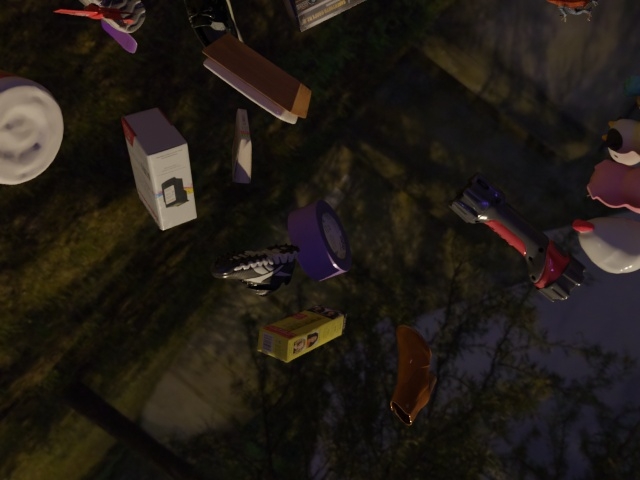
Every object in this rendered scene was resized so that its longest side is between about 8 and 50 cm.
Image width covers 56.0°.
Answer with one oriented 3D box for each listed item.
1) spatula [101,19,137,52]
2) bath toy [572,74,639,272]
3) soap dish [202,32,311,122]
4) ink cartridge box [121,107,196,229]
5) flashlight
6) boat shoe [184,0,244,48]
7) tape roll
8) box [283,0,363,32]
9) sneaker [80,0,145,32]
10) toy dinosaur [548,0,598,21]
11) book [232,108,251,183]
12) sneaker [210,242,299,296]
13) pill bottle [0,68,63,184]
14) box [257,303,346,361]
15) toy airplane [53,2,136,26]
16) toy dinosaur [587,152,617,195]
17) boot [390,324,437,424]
[{"bbox_3d":[-0.490,-0.535,1.296,0.030,0.296,0.084,-34,-173,-22],"label":"spatula"},{"bbox_3d":[0.533,-0.114,1.043,0.151,0.129,0.348,133,-18,-80],"label":"bath toy"},{"bbox_3d":[-0.164,-0.451,1.682,0.118,0.291,0.229,-56,177,11],"label":"soap dish"},{"bbox_3d":[-0.287,-0.127,1.080,0.072,0.127,0.175,-24,142,-24],"label":"ink cartridge box"},{"bbox_3d":[0.402,-0.003,1.250,0.103,0.304,0.103,-52,-179,-12],"label":"flashlight"},{"bbox_3d":[-0.333,-0.654,1.796,0.340,0.127,0.113,68,29,-47],"label":"boat shoe"},{"bbox_3d":[0.000,0.000,1.483,0.080,0.188,0.189,-21,-169,19],"label":"tape roll"},{"bbox_3d":[0.002,-0.716,1.676,0.231,0.183,0.056,-30,-144,-8],"label":"box"},{"bbox_3d":[-0.457,-0.508,1.124,0.105,0.115,0.281,-52,136,-21],"label":"sneaker"},{"bbox_3d":[0.363,-0.355,0.879,0.090,0.082,0.047,2,114,-60],"label":"toy dinosaur"},{"bbox_3d":[-0.158,-0.192,1.214,0.144,0.035,0.096,-105,-157,-54],"label":"book"},{"bbox_3d":[-0.131,0.072,1.256,0.234,0.078,0.106,-10,109,-51],"label":"sneaker"},{"bbox_3d":[-0.612,-0.223,1.015,0.176,0.319,0.176,-51,153,-38],"label":"pill bottle"},{"bbox_3d":[-0.038,0.208,1.384,0.232,0.087,0.058,-14,115,-53],"label":"box"},{"bbox_3d":[-0.391,-0.405,1.074,0.151,0.151,0.028,-52,154,-69],"label":"toy airplane"},{"bbox_3d":[0.757,-0.184,1.539,0.212,0.064,0.112,-18,112,-42],"label":"toy dinosaur"},{"bbox_3d":[0.286,0.446,1.980,0.104,0.295,0.211,-2,-146,42],"label":"boot"}]
